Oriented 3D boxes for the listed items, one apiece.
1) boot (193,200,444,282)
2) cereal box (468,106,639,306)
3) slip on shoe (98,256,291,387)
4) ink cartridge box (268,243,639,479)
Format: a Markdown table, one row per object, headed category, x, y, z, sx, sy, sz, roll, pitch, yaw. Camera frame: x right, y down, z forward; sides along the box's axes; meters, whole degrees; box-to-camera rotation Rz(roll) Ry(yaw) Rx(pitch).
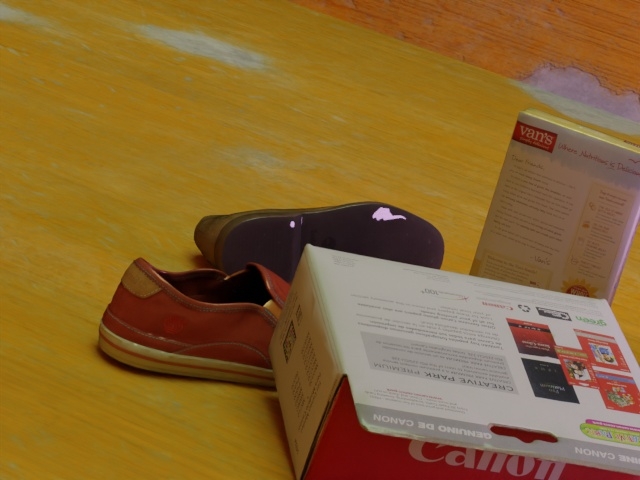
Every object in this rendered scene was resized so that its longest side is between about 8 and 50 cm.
| category | x | y | z | sx | sy | sz | roll | pitch | yaw |
| --- | --- | --- | --- | --- | --- | --- | --- | --- | --- |
| boot | 0.000 | 0.000 | 1.981 | 0.305 | 0.112 | 0.115 | 4 | 10 | -30 |
| cereal box | 0.285 | -0.019 | 2.052 | 0.173 | 0.240 | 0.047 | 22 | 18 | 17 |
| slip on shoe | -0.052 | 0.077 | 1.677 | 0.331 | 0.101 | 0.123 | 8 | 17 | -30 |
| ink cartridge box | 0.131 | 0.150 | 1.524 | 0.309 | 0.130 | 0.272 | 11 | 29 | -16 |
